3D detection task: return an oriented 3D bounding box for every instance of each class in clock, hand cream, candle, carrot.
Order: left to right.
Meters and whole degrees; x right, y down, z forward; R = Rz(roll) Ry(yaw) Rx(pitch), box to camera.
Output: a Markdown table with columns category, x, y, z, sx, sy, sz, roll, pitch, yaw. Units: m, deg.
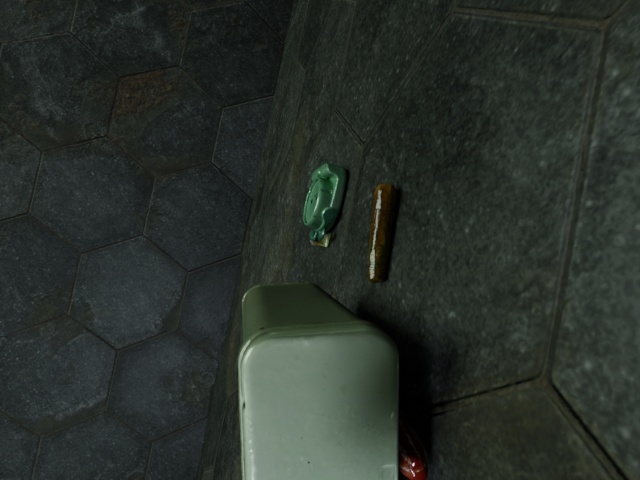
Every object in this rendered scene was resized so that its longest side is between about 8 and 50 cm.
| category | x | y | z | sx | sy | sz | roll | pitch | yaw |
| --- | --- | --- | --- | --- | --- | --- | --- | --- | --- |
| hand cream | 0.000 | 0.000 | 1.064 | 0.102 | 0.022 | 0.035 | -4 | 67 | 68 |
| clock | 0.004 | -0.090 | 1.033 | 0.148 | 0.060 | 0.189 | 170 | 113 | -72 |
| candle | 0.074 | 0.215 | 0.632 | 0.048 | 0.051 | 0.329 | -41 | 23 | 2 |
| carrot | 0.104 | -0.011 | 0.714 | 0.042 | 0.042 | 0.171 | 163 | 116 | -70 |

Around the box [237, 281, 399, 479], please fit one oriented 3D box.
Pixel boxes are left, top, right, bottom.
| category | x | y | z | sx | sy | sz | roll | pitch | yaw |
| --- | --- | --- | --- | --- | --- | --- | --- | --- | --- |
| box | -0.031 | 0.254 | 0.617 | 0.344 | 0.177 | 0.352 | -158 | 65 | -76 |
